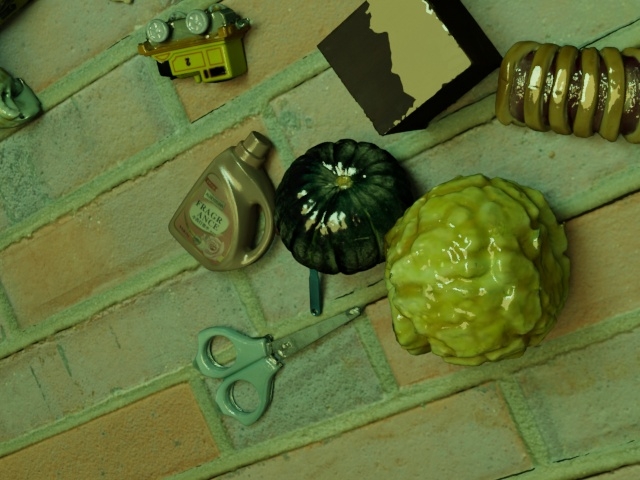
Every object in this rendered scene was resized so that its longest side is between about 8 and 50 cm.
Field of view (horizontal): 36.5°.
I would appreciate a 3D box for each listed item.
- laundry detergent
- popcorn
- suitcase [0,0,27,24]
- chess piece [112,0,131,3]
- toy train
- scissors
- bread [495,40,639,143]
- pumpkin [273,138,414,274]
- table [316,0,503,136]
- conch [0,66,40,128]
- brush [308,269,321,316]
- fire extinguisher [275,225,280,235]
[{"bbox_3d":[-0.137,-0.058,1.653,0.171,0.076,0.237,44,112,11],"label":"laundry detergent"},{"bbox_3d":[0.223,0.037,1.397,0.247,0.282,0.282,11,104,36],"label":"popcorn"},{"bbox_3d":[-0.620,-0.507,1.760,0.194,0.143,0.235,-30,85,26],"label":"suitcase"},{"bbox_3d":[-0.373,-0.440,1.717,0.092,0.035,0.035,26,109,15],"label":"chess piece"},{"bbox_3d":[-0.209,-0.324,1.632,0.219,0.089,0.127,-6,107,25],"label":"toy train"},{"bbox_3d":[-0.069,0.190,1.688,0.360,0.029,0.191,-29,87,26],"label":"scissors"},{"bbox_3d":[0.363,-0.212,1.383,0.225,0.081,0.134,9,102,24],"label":"bread"},{"bbox_3d":[0.036,-0.053,1.502,0.220,0.220,0.162,31,155,17],"label":"pumpkin"},{"bbox_3d":[0.136,-0.273,1.417,0.169,0.193,0.172,-38,82,26],"label":"table"},{"bbox_3d":[-0.609,-0.267,1.817,0.173,0.116,0.106,34,133,1],"label":"conch"},{"bbox_3d":[-0.011,0.058,1.618,0.051,0.014,0.164,16,126,27],"label":"brush"},{"bbox_3d":[0.000,0.000,1.614,0.158,0.043,0.064,24,138,20],"label":"fire extinguisher"}]
